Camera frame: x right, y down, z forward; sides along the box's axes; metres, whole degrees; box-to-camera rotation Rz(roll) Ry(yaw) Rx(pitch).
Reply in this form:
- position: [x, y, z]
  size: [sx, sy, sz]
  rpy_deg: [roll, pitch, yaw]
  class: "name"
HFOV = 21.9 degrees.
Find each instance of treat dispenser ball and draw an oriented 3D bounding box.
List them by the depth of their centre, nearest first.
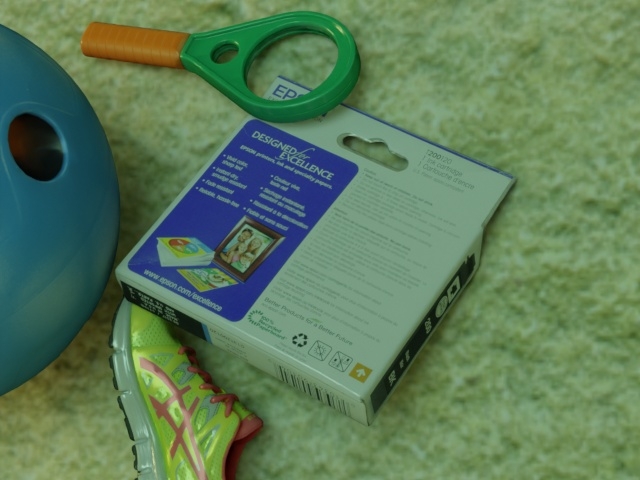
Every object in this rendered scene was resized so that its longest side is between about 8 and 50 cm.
- position: [-0.284, -0.021, 1.154]
  size: [0.288, 0.288, 0.288]
  rpy_deg: [-4, 78, 19]
  class: "treat dispenser ball"

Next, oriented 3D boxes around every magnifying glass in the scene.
- position: [-0.077, -0.137, 1.232]
  size: [0.231, 0.026, 0.092]
  rpy_deg: [11, 61, 25]
  class: "magnifying glass"

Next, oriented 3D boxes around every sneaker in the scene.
- position: [-0.089, 0.123, 1.173]
  size: [0.094, 0.081, 0.209]
  rpy_deg: [-15, 79, 7]
  class: "sneaker"

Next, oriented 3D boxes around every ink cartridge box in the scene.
- position: [0.000, 0.000, 1.157]
  size: [0.206, 0.045, 0.208]
  rpy_deg: [26, 62, 22]
  class: "ink cartridge box"
